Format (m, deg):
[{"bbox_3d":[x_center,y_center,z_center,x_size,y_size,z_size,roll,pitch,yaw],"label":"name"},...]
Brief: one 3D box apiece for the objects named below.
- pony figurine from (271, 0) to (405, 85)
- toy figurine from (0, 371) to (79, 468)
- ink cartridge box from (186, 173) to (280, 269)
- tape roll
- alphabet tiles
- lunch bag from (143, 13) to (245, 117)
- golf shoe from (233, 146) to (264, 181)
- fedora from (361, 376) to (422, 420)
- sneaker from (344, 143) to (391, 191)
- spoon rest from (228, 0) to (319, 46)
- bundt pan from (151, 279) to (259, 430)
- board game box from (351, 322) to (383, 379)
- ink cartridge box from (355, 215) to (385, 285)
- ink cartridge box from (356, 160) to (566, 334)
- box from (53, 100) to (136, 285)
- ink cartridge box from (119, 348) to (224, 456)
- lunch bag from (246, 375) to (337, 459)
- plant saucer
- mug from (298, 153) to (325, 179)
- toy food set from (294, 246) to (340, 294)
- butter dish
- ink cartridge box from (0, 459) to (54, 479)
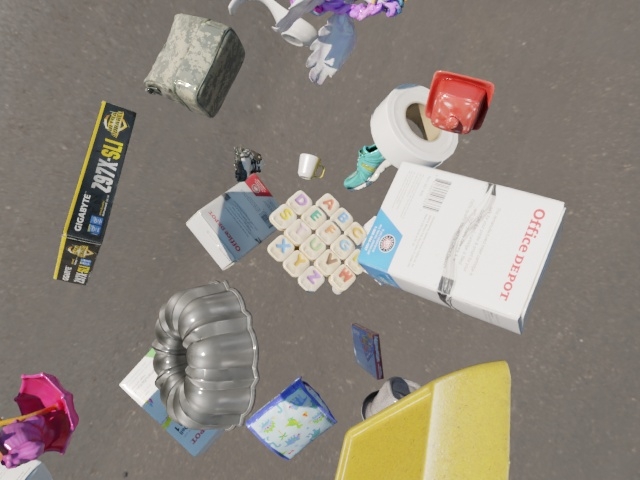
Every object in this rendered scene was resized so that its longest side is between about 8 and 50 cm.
[{"bbox_3d":[0.021,-0.637,1.416,0.351,0.303,0.363,-40,67,7],"label":"pony figurine"},{"bbox_3d":[-0.299,0.174,0.477,0.159,0.173,0.130,-10,105,-21],"label":"toy figurine"},{"bbox_3d":[-0.266,-0.063,1.780,0.197,0.114,0.273,53,48,-5],"label":"ink cartridge box"},{"bbox_3d":[0.309,-0.363,1.784,0.286,0.100,0.286,11,66,-25],"label":"tape roll"},{"bbox_3d":[0.000,0.000,1.474,0.284,0.021,0.278,46,54,1],"label":"alphabet tiles"},{"bbox_3d":[-0.437,-0.608,1.871,0.256,0.212,0.305,23,84,11],"label":"lunch bag"},{"bbox_3d":[-0.210,-0.230,1.627,0.094,0.198,0.077,4,120,-12],"label":"golf shoe"},{"bbox_3d":[0.276,0.559,1.888,0.244,0.275,0.124,22,108,27],"label":"fedora"},{"bbox_3d":[0.173,-0.282,1.921,0.110,0.107,0.275,33,124,-23],"label":"sneaker"},{"bbox_3d":[-0.124,-0.645,1.589,0.277,0.137,0.084,22,89,-5],"label":"spoon rest"},{"bbox_3d":[-0.266,0.249,1.170,0.124,0.331,0.330,1,94,-36],"label":"bundt pan"},{"bbox_3d":[0.156,0.369,1.857,0.027,0.281,0.145,-8,90,-10],"label":"board game box"},{"bbox_3d":[0.201,0.043,1.874,0.181,0.056,0.225,-40,60,-12],"label":"ink cartridge box"},{"bbox_3d":[0.333,0.011,1.297,0.395,0.166,0.285,20,77,28],"label":"ink cartridge box"},{"bbox_3d":[-0.485,-0.095,1.175,0.079,0.257,0.321,17,62,-24],"label":"box"},{"bbox_3d":[-0.352,0.400,1.458,0.278,0.117,0.201,39,80,11],"label":"ink cartridge box"},{"bbox_3d":[-0.059,0.333,1.043,0.129,0.151,0.096,-39,52,-4],"label":"lunch bag"},{"bbox_3d":[0.095,0.333,0.694,0.081,0.332,0.333,29,137,-11],"label":"plant saucer"},{"bbox_3d":[-0.029,-0.210,1.586,0.078,0.062,0.064,14,83,5],"label":"mug"},{"bbox_3d":[0.005,0.085,1.797,0.111,0.104,0.232,-30,96,39],"label":"toy food set"},{"bbox_3d":[0.350,-0.336,1.419,0.160,0.159,0.118,17,54,9],"label":"butter dish"},{"bbox_3d":[-0.604,0.434,0.994,0.218,0.092,0.158,17,134,13],"label":"ink cartridge box"}]
